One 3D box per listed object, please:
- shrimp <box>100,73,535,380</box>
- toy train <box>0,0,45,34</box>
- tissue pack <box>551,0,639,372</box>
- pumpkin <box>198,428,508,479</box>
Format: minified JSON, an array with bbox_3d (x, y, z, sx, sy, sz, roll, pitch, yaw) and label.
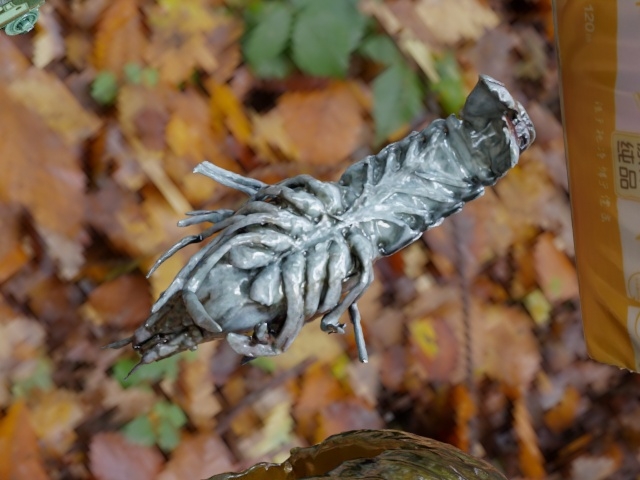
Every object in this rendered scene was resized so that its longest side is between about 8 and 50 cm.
[{"bbox_3d":[-0.003,0.002,1.614,0.221,0.410,0.166,59,-8,8],"label":"shrimp"},{"bbox_3d":[-0.176,-0.113,0.932,0.033,0.083,0.053,58,-7,11],"label":"toy train"},{"bbox_3d":[0.228,-0.055,0.987,0.185,0.124,0.225,-17,108,-34],"label":"tissue pack"},{"bbox_3d":[-0.010,0.225,1.099,0.320,0.320,0.192,-22,99,-65],"label":"pumpkin"}]
